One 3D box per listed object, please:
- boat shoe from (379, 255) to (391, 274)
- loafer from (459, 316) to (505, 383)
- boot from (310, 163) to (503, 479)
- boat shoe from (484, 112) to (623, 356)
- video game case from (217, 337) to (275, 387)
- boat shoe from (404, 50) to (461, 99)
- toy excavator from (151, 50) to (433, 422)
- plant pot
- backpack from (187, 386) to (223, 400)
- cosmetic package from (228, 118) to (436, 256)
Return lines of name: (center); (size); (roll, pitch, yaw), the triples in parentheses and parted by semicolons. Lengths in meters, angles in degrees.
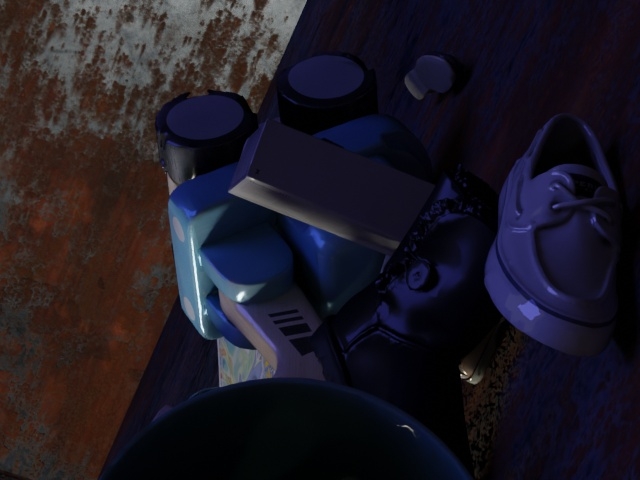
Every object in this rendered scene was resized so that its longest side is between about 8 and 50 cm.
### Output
boat shoe: (0.081, 0.085, 1.547); (0.081, 0.069, 0.227); (63, -140, -62)
loafer: (0.135, 0.056, 1.376); (0.045, 0.039, 0.125); (-160, 90, -80)
boot: (0.103, 0.078, 1.305); (0.207, 0.094, 0.246); (-51, 39, 21)
boat shoe: (0.169, -0.014, 1.169); (0.258, 0.095, 0.084); (-90, 18, -61)
video game case: (-0.072, 0.165, 2.035); (0.300, 0.036, 0.329); (126, 144, -59)
boat shoe: (0.134, -0.191, 1.861); (0.043, 0.049, 0.137); (-32, 2, -13)
toy excavator: (-0.031, 0.050, 1.616); (0.445, 0.433, 0.222); (47, 150, 43)
plant pot: (-0.027, 0.274, 1.177); (0.235, 0.293, 0.293); (98, -174, -65)
backpack: (-0.079, 0.239, 1.669); (0.144, 0.188, 0.165); (-35, 43, 55)
cosmetic package: (0.046, -0.032, 1.448); (0.099, 0.239, 0.060); (160, 130, -77)
